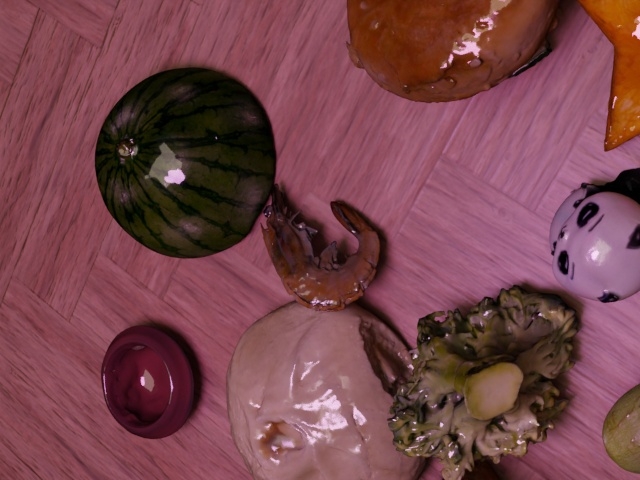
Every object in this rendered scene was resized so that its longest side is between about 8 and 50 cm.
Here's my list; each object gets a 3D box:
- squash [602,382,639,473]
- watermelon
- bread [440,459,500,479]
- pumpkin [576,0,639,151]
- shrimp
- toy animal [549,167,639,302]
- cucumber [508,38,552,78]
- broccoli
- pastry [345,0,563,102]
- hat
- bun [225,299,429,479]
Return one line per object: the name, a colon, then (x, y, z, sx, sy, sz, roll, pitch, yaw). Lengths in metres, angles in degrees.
squash: (0.529, 0.188, 1.178, 0.370, 0.118, 0.118, -37, 79, 25)
watermelon: (-0.250, -0.122, 1.519, 0.330, 0.189, 0.331, 7, 104, 31)
bread: (0.189, 0.435, 1.260, 0.148, 0.344, 0.195, -36, 77, 17)
pumpkin: (0.446, -0.243, 1.134, 0.258, 0.095, 0.290, -6, 124, 26)
shrimp: (0.000, -0.001, 1.435, 0.173, 0.058, 0.253, -23, 57, 5)
toy animal: (0.376, -0.006, 1.206, 0.138, 0.179, 0.166, 21, 113, 10)
cucumber: (0.275, -0.261, 1.301, 0.107, 0.035, 0.067, -31, 62, 29)
broccoli: (0.235, 0.199, 1.250, 0.247, 0.245, 0.288, 18, 94, -1)
pastry: (0.188, -0.325, 1.249, 0.315, 0.184, 0.285, -14, 76, 39)
hat: (-0.301, 0.252, 1.639, 0.205, 0.089, 0.206, 1, 91, 27)
bun: (-0.010, 0.276, 1.425, 0.364, 0.202, 0.364, 4, 98, 30)
